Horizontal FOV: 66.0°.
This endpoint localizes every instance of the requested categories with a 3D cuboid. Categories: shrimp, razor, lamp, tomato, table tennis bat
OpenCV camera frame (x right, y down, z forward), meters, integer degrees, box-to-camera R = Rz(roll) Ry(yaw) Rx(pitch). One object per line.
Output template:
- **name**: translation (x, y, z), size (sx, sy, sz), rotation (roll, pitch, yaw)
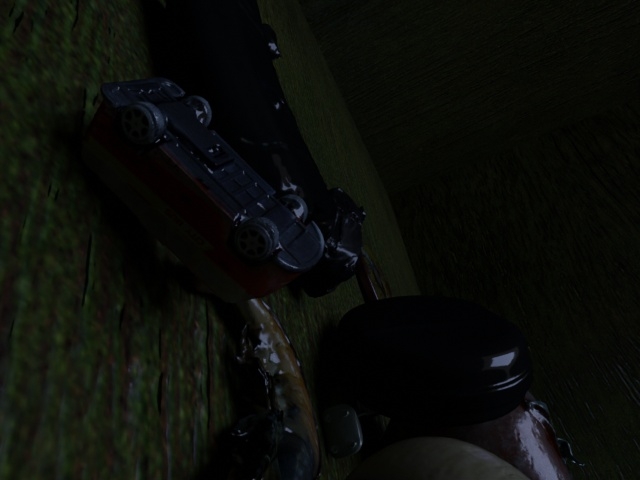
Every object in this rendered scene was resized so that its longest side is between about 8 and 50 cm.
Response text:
- **shrimp**: translation (-0.059, 0.110, 0.369), size (0.290, 0.054, 0.222), rotation (-44, 114, -80)
- **razor**: translation (-0.086, -0.149, 0.554), size (0.189, 0.107, 0.327), rotation (31, 38, -69)
- **lamp**: translation (0.054, 0.244, 0.650), size (0.198, 0.050, 0.056), rotation (38, 30, -64)
- **tomato**: translation (0.237, 0.346, 0.720), size (0.316, 0.282, 0.317), rotation (-20, 90, -74)
- **table tennis bat**: translation (0.172, 0.181, 1.264), size (0.415, 0.051, 0.268), rotation (64, 13, -11)

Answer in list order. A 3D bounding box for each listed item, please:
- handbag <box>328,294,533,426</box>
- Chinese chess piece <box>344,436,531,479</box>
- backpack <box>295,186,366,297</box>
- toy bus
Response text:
- **handbag**: translation (0.140, 0.149, 0.682), size (0.308, 0.253, 0.093), rotation (-134, -139, -80)
- **Chinese chess piece**: translation (0.102, 0.282, 0.376), size (0.103, 0.250, 0.250), rotation (-9, 73, -32)
- **backpack**: translation (0.002, -0.001, 0.693), size (0.106, 0.120, 0.165), rotation (42, 21, -16)
- **toy bus**: translation (-0.081, -0.030, 0.344), size (0.174, 0.077, 0.079), rotation (46, 26, -3)
